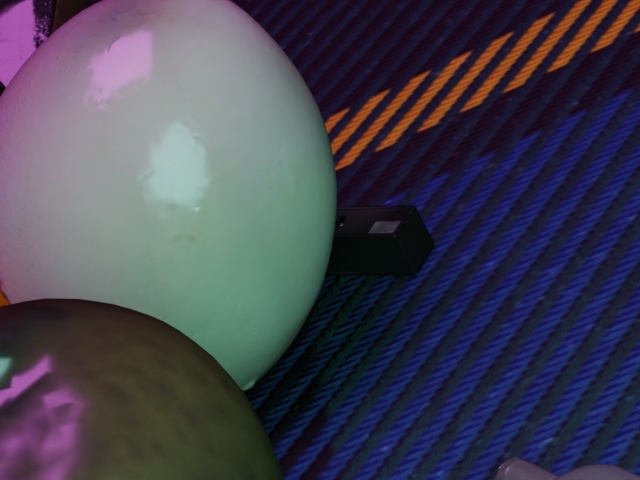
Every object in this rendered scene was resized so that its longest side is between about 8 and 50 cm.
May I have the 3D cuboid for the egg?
[{"bbox_3d":[-0.125,-0.028,1.379,0.283,0.345,0.283,9,39,-8],"label":"egg"}]

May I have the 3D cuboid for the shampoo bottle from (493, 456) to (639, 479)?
[{"bbox_3d":[0.171,0.173,1.124,0.080,0.040,0.165,-42,34,-18],"label":"shampoo bottle"}]

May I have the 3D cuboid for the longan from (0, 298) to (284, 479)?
[{"bbox_3d":[-0.160,0.197,1.110,0.319,0.319,0.319,-21,32,14],"label":"longan"}]

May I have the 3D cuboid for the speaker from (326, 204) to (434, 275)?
[{"bbox_3d":[0.000,0.000,1.509,0.191,0.046,0.040,-1,42,39],"label":"speaker"}]

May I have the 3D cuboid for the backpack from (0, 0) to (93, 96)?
[{"bbox_3d":[-0.360,-0.175,1.932,0.253,0.140,0.207,-11,58,23],"label":"backpack"}]
